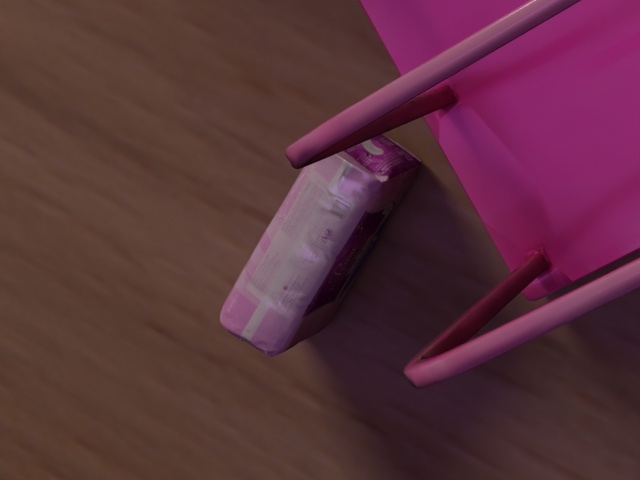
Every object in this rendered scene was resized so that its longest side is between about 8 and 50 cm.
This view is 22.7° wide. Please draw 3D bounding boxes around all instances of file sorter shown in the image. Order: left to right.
[{"bbox_3d":[0.057,-0.134,0.457,0.202,0.182,0.291,-29,90,25],"label":"file sorter"}]

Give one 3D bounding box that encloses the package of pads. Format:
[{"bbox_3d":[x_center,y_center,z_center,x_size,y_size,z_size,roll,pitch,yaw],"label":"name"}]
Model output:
[{"bbox_3d":[0.000,0.000,0.580,0.032,0.050,0.083,35,112,11],"label":"package of pads"}]
